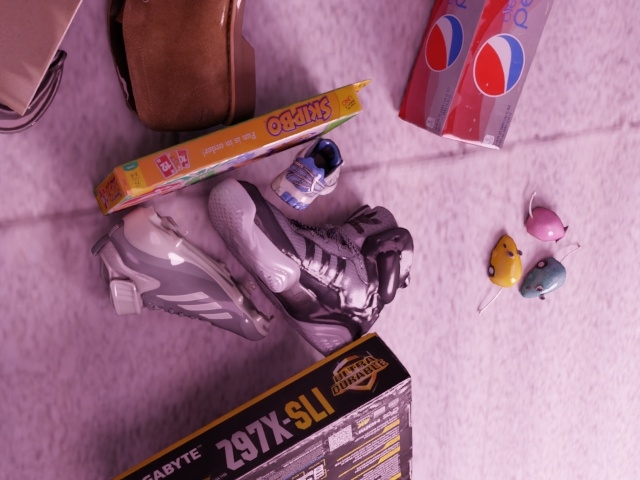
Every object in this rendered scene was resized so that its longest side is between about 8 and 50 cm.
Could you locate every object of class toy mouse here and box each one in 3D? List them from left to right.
[{"bbox_3d":[0.272,0.018,1.329,0.143,0.031,0.161,-1,111,-30],"label":"toy mouse"}]

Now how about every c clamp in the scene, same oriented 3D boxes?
[{"bbox_3d":[-0.278,-0.172,0.933,0.137,0.022,0.160,-46,125,-6],"label":"c clamp"}]

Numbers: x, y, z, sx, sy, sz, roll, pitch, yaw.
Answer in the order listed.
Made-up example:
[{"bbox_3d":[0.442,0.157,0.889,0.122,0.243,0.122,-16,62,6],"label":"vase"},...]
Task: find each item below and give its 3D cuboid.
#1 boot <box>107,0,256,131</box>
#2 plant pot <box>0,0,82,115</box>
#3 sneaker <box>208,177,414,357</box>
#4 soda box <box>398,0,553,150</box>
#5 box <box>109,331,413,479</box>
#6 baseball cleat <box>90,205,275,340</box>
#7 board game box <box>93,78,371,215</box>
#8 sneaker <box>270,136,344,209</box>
[{"bbox_3d":[-0.127,-0.234,0.948,0.115,0.112,0.305,-12,119,-19],"label":"boot"},{"bbox_3d":[-0.277,-0.266,0.777,0.274,0.256,0.256,28,95,-16],"label":"plant pot"},{"bbox_3d":[0.000,0.000,1.125,0.153,0.101,0.268,-43,131,-9],"label":"sneaker"},{"bbox_3d":[0.174,-0.233,1.134,0.092,0.083,0.263,10,104,-34],"label":"soda box"},{"bbox_3d":[-0.049,0.266,1.170,0.322,0.079,0.257,-28,144,-17],"label":"box"},{"bbox_3d":[-0.142,0.050,1.090,0.109,0.072,0.206,-39,122,7],"label":"baseball cleat"},{"bbox_3d":[-0.078,-0.088,1.025,0.259,0.124,0.039,-25,92,-21],"label":"board game box"},{"bbox_3d":[0.002,-0.074,1.070,0.052,0.135,0.058,41,117,-4],"label":"sneaker"}]
